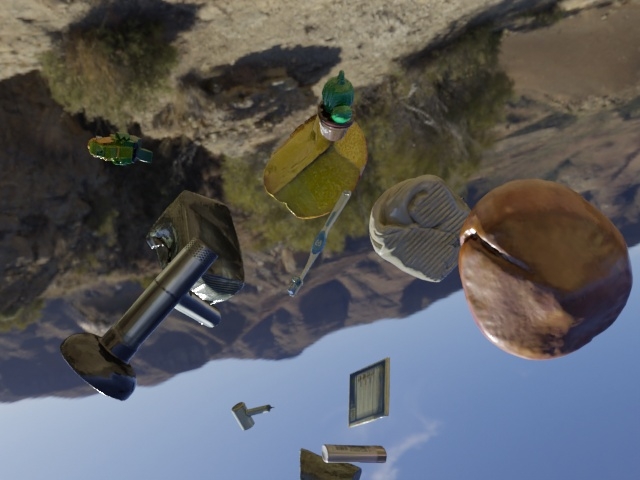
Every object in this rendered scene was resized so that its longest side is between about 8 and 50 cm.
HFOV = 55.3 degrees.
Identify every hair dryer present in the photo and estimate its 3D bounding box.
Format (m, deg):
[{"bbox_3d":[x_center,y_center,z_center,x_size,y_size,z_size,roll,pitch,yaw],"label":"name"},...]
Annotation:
[{"bbox_3d":[-0.292,0.181,1.201,0.320,0.284,0.155,-44,-131,-15],"label":"hair dryer"},{"bbox_3d":[-0.157,0.422,1.494,0.124,0.063,0.038,-22,-169,30],"label":"hair dryer"}]

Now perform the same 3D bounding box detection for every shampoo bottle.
[{"bbox_3d":[0.122,0.773,2.212,0.227,0.056,0.086,7,-176,-17],"label":"shampoo bottle"}]

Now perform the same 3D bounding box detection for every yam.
[{"bbox_3d":[0.020,0.905,2.356,0.254,0.154,0.154,16,-174,13],"label":"yam"}]

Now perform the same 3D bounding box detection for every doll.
[{"bbox_3d":[-0.676,-0.305,2.040,0.186,0.106,0.134,-1,-151,-38],"label":"doll"}]

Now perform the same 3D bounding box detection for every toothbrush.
[{"bbox_3d":[0.001,0.002,1.847,0.040,0.040,0.386,-13,-138,59],"label":"toothbrush"}]

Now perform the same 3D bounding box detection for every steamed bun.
[{"bbox_3d":[0.351,-0.056,2.154,0.342,0.367,0.255,-46,-159,8],"label":"steamed bun"}]

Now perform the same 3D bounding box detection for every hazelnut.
[{"bbox_3d":[0.433,0.054,1.209,0.315,0.373,0.372,5,-176,15],"label":"hazelnut"}]

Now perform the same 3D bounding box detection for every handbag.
[{"bbox_3d":[-0.386,0.044,1.874,0.240,0.341,0.247,-36,147,29],"label":"handbag"}]

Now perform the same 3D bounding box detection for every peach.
[{"bbox_3d":[0.002,-0.271,2.111,0.380,0.242,0.306,-47,-147,13],"label":"peach"}]

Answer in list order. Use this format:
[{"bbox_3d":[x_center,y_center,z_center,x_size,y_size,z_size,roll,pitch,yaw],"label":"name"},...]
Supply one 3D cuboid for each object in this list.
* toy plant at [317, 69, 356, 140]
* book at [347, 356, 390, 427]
[{"bbox_3d":[0.046,-0.359,1.644,0.105,0.143,0.200,-3,143,-8],"label":"toy plant"},{"bbox_3d":[0.191,0.611,2.436,0.018,0.229,0.322,14,152,-21],"label":"book"}]
